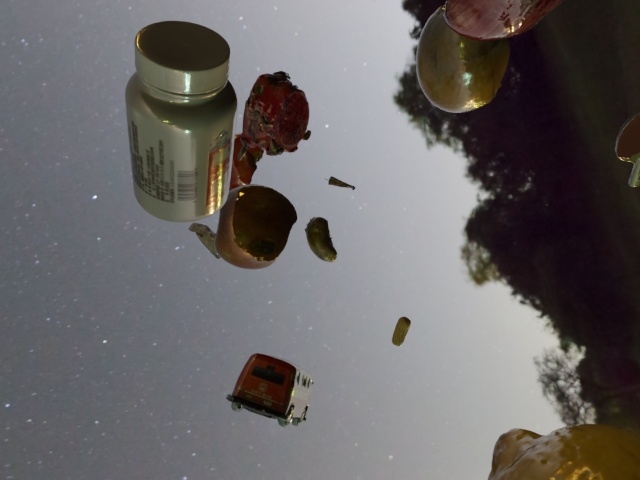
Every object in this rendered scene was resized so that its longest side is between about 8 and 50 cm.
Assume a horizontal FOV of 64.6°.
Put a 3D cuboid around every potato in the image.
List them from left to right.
[{"bbox_3d":[0.000,0.000,1.411,0.091,0.070,0.138,50,-158,-64],"label":"potato"}]

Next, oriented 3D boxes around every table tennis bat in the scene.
[{"bbox_3d":[0.698,-0.199,1.084,0.234,0.131,0.022,63,-163,-50],"label":"table tennis bat"}]

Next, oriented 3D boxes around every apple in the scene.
[{"bbox_3d":[-0.171,-0.035,1.348,0.208,0.237,0.237,12,-128,-9],"label":"apple"}]

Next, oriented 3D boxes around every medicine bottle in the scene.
[{"bbox_3d":[-0.104,-0.085,0.384,0.079,0.140,0.079,8,-131,-9],"label":"medicine bottle"}]

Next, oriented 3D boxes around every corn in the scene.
[{"bbox_3d":[0.213,0.240,1.337,0.037,0.037,0.092,-45,-28,-58],"label":"corn"}]

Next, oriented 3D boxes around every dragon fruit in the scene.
[{"bbox_3d":[-0.115,-0.327,1.389,0.211,0.147,0.282,63,-133,-74],"label":"dragon fruit"}]

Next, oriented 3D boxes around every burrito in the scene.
[{"bbox_3d":[-0.354,-0.003,1.619,0.058,0.229,0.063,-38,-50,-17],"label":"burrito"}]

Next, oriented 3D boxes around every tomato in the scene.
[{"bbox_3d":[-0.296,-0.276,1.724,0.140,0.200,0.233,29,-115,-28],"label":"tomato"}]

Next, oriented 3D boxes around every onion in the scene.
[{"bbox_3d":[0.304,-0.390,0.703,0.120,0.227,0.283,49,164,10],"label":"onion"}]

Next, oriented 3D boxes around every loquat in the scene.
[{"bbox_3d":[0.270,-0.348,0.966,0.227,0.179,0.179,53,-151,-59],"label":"loquat"}]

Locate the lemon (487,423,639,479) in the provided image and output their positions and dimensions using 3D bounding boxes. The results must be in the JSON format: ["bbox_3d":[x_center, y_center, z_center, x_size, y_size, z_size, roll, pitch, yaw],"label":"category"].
[{"bbox_3d":[0.260,0.289,0.436,0.233,0.233,0.288,29,-163,-50],"label":"lemon"}]

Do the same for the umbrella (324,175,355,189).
[{"bbox_3d":[0.051,-0.147,1.304,0.083,0.031,0.020,22,-130,3],"label":"umbrella"}]

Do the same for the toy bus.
[{"bbox_3d":[-0.083,0.300,1.017,0.265,0.121,0.119,65,-139,-68],"label":"toy bus"}]
